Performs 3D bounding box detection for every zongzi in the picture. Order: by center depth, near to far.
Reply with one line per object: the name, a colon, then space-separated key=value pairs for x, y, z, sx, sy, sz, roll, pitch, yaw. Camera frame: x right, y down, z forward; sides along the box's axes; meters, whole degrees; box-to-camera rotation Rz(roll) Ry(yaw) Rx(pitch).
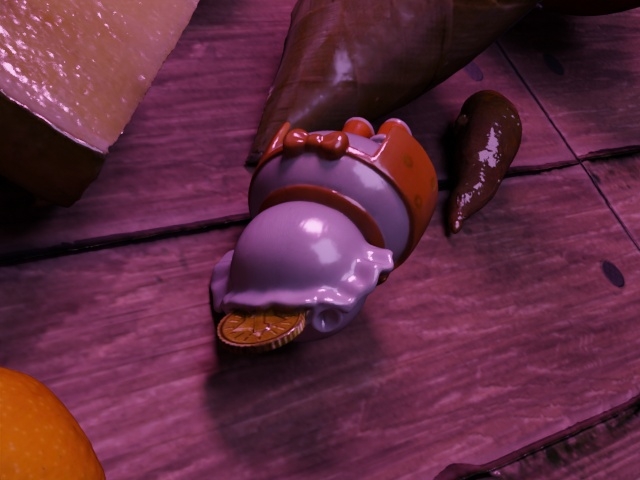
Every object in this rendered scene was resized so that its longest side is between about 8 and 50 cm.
zongzi: x=0.099 y=-0.213 z=1.341 sx=0.160 sy=0.323 sz=0.360 roll=49 pitch=36 yaw=-12

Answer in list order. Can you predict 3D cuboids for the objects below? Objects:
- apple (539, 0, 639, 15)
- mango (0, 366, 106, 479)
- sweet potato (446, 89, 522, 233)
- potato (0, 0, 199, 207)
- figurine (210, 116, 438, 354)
apple: x=0.242 y=-0.406 z=1.729 sx=0.365 sy=0.295 sz=0.329 roll=15 pitch=16 yaw=-37
mango: x=-0.217 y=0.180 z=0.735 sx=0.187 sy=0.144 sz=0.359 roll=34 pitch=40 yaw=2
sweet potato: x=0.149 y=-0.083 z=1.481 sx=0.068 sy=0.068 sz=0.226 roll=38 pitch=35 yaw=-14
potato: x=-0.233 y=-0.157 z=1.095 sx=0.255 sy=0.112 sz=0.269 roll=35 pitch=32 yaw=-11
figurine: x=-0.001 y=-0.009 z=1.174 sx=0.143 sy=0.143 sz=0.271 roll=47 pitch=32 yaw=1
